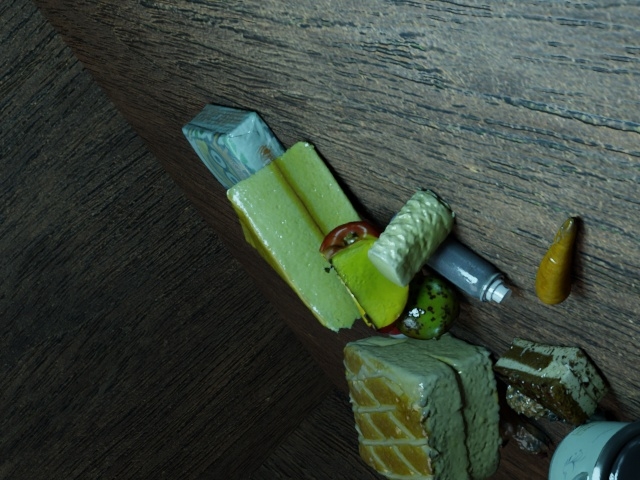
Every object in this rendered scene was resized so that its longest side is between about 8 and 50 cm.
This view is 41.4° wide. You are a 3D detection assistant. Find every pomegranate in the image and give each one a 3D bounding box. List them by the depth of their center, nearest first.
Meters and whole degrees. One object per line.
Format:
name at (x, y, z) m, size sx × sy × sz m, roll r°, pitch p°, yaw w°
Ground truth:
pomegranate at (0.232, 0.132, 1.927) m, size 0.159 × 0.159 × 0.205 m, roll 72°, pitch 180°, yaw -62°

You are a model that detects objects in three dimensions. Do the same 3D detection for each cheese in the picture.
cheese at (0.174, -0.003, 1.622) m, size 0.094 × 0.167 × 0.123 m, roll 34°, pitch 166°, yaw 25°

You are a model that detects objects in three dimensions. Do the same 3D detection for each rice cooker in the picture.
rice cooker at (0.583, 0.459, 1.561) m, size 0.316 × 0.317 × 0.264 m, roll 132°, pitch 136°, yaw -77°

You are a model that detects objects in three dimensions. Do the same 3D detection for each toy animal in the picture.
toy animal at (0.497, 0.467, 2.260) m, size 0.312 × 0.097 × 0.157 m, roll 50°, pitch 156°, yaw -15°

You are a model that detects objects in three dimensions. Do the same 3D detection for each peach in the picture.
peach at (0.114, 0.069, 1.827) m, size 0.267 × 0.154 × 0.159 m, roll 54°, pitch -177°, yaw -26°

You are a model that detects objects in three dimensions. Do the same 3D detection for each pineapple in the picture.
pineapple at (0.523, 0.363, 1.830) m, size 0.237 × 0.111 × 0.119 m, roll 26°, pitch -172°, yaw 39°

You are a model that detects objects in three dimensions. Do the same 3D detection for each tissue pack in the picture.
tissue pack at (-0.203, -0.224, 2.181) m, size 0.228 × 0.128 × 0.311 m, roll 52°, pitch 163°, yaw -28°

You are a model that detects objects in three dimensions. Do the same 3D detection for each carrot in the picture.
carrot at (0.380, 0.033, 1.364) m, size 0.061 × 0.061 × 0.256 m, roll 38°, pitch 161°, yaw 28°

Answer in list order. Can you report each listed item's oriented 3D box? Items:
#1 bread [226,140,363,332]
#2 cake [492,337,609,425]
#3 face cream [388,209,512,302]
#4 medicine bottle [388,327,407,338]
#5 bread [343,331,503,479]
bread at (0.000, 0.000, 1.914) m, size 0.361 × 0.233 × 0.245 m, roll 48°, pitch 167°, yaw 23°
cake at (0.469, 0.288, 1.732) m, size 0.135 × 0.112 × 0.246 m, roll 45°, pitch 167°, yaw -11°
face cream at (0.257, 0.035, 1.690) m, size 0.283 × 0.073 × 0.073 m, roll 37°, pitch 164°, yaw 30°
medicine bottle at (0.161, 0.122, 2.110) m, size 0.250 × 0.131 × 0.131 m, roll 52°, pitch 165°, yaw -25°
bread at (0.267, 0.437, 2.202) m, size 0.390 × 0.279 × 0.371 m, roll 18°, pitch 123°, yaw 62°
